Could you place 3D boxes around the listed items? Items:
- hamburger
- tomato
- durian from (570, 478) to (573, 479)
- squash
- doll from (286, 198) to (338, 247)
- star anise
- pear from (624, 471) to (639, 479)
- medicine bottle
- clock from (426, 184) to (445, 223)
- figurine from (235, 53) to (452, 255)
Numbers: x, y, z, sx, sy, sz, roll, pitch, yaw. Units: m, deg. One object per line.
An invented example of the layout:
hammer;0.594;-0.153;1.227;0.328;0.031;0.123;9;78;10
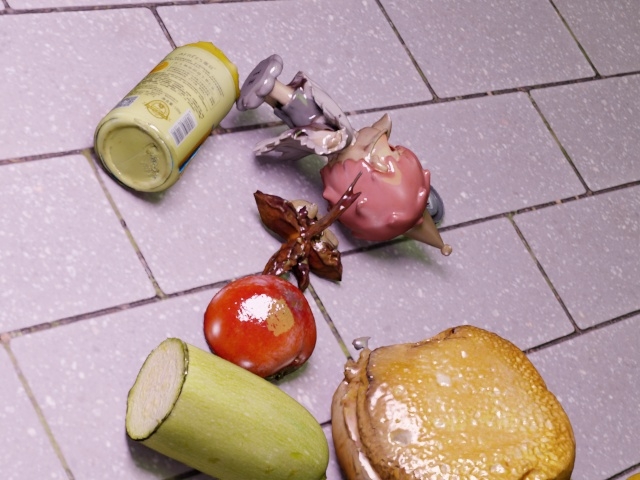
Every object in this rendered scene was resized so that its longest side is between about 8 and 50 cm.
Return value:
hamburger;0.161;0.245;1.989;0.289;0.170;0.314;-9;52;-30
tomato;-0.064;0.102;1.991;0.159;0.091;0.139;-11;65;-44
durian;0.271;0.314;2.130;0.224;0.078;0.140;44;-6;13
squash;-0.094;0.219;1.841;0.247;0.132;0.132;29;43;-25
doll;-0.015;-0.019;2.187;0.093;0.051;0.061;62;27;-30
star anise;-0.004;-0.009;2.097;0.158;0.144;0.140;8;70;-41
pear;0.484;0.439;2.090;0.280;0.281;0.281;24;45;-27
medicine bottle;-0.195;-0.169;2.070;0.124;0.124;0.239;43;39;-7
clock;0.151;-0.058;2.377;0.085;0.017;0.085;25;45;-27
figurine;0.055;-0.107;2.191;0.387;0.207;0.166;37;74;-13
